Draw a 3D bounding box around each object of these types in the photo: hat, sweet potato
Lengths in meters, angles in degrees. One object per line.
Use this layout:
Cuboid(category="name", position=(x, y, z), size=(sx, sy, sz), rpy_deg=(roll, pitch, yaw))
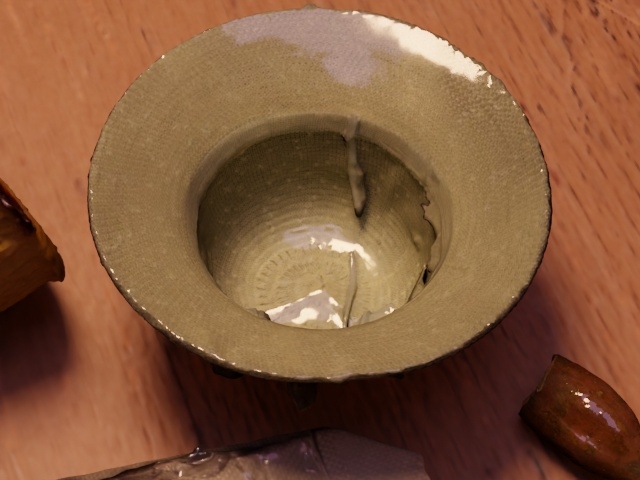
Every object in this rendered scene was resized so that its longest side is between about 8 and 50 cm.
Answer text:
Cuboid(category="hat", position=(0.000, 0.000, 0.909), size=(0.257, 0.130, 0.257), rpy_deg=(0, 57, 0))
Cuboid(category="sweet potato", position=(0.162, 0.114, 0.888), size=(0.049, 0.049, 0.117), rpy_deg=(-35, 61, -22))

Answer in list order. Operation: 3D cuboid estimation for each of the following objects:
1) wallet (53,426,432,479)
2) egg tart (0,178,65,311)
Cuboid(category="wallet", position=(-0.043, 0.233, 0.802), size=(0.335, 0.068, 0.275), rpy_deg=(-9, 61, -15))
Cuboid(category="egg tart", position=(-0.256, -0.016, 0.882), size=(0.215, 0.215, 0.171), rpy_deg=(40, 78, 22))
